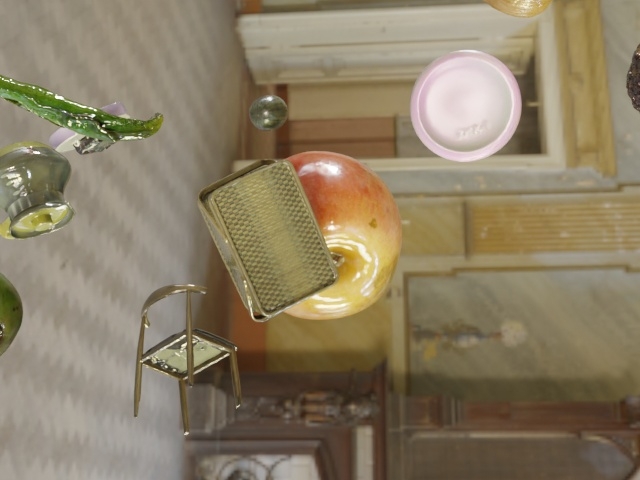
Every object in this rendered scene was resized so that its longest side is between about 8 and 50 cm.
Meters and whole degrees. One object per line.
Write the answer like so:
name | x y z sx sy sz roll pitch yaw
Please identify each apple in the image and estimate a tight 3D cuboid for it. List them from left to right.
apple | 0.000 0.000 1.929 0.364 0.363 0.364 -1 90 -85

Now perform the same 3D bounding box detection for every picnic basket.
picnic basket | -0.095 -0.001 1.613 0.267 0.165 0.139 67 -16 -7

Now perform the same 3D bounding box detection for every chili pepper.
chili pepper | -0.454 -0.237 1.579 0.085 0.359 0.076 -108 -143 -69

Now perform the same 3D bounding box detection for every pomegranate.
pomegranate | -0.590 0.107 1.453 0.187 0.225 0.187 -35 137 -42

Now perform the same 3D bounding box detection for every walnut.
walnut | 0.396 -0.550 1.861 0.167 0.207 0.167 -59 177 -6

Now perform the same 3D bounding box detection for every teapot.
teapot | -0.429 -0.063 1.309 0.119 0.165 0.130 65 17 15

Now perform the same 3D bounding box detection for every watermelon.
watermelon | -0.108 -0.269 1.922 0.110 0.078 0.078 -40 129 -75

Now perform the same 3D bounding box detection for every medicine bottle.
medicine bottle | 0.253 -0.225 1.564 0.290 0.178 0.178 -25 114 -77

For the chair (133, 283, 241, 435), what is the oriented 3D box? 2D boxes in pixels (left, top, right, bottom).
chair | -0.289 0.247 1.953 0.166 0.188 0.272 33 35 -45

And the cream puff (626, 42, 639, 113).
cream puff | 0.722 -0.351 1.845 0.239 0.165 0.239 -38 153 -24

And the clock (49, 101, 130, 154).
clock | -0.488 -0.239 2.010 0.064 0.172 0.198 62 25 -1
